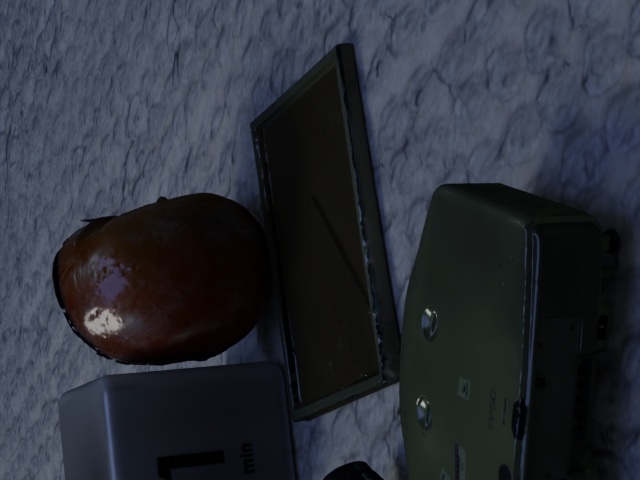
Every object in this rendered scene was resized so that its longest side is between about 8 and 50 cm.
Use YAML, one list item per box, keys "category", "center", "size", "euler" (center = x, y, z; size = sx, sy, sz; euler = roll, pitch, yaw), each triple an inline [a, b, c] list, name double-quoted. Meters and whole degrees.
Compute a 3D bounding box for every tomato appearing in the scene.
- category: "tomato"
  center: [-0.140, 0.023, 1.634]
  size: [0.155, 0.214, 0.180]
  euler: [-37, 73, 47]

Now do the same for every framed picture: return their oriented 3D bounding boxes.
- category: "framed picture"
  center: [0.000, 0.000, 1.533]
  size: [0.232, 0.024, 0.315]
  euler: [148, 118, -63]

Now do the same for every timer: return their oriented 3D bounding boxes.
- category: "timer"
  center: [-0.150, 0.236, 1.685]
  size: [0.192, 0.195, 0.194]
  euler: [155, 109, -64]

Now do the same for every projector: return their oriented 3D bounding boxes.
- category: "projector"
  center: [0.130, 0.099, 1.170]
  size: [0.193, 0.088, 0.269]
  euler: [-153, 63, -64]

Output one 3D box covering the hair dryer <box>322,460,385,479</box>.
- category: "hair dryer"
  center: [0.046, 0.316, 1.444]
  size: [0.219, 0.075, 0.195]
  euler: [108, 141, -59]
